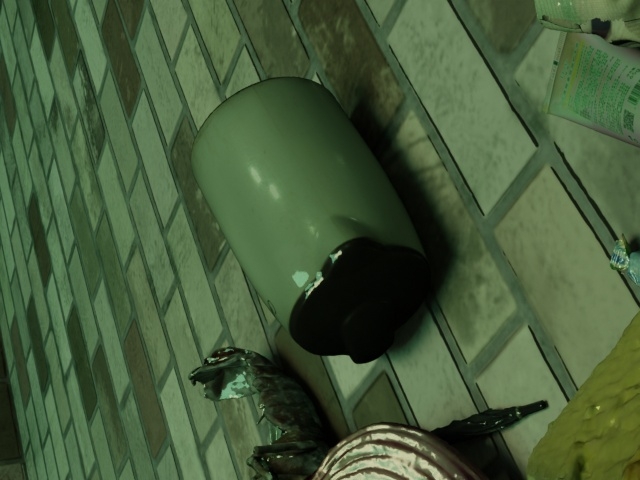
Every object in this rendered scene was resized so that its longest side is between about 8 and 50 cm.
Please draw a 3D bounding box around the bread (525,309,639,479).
[{"bbox_3d":[0.269,0.070,0.400,0.236,0.198,0.263,-56,9,-12],"label":"bread"}]

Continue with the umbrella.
[{"bbox_3d":[0.101,0.167,0.829,0.269,0.044,0.044,-38,22,48],"label":"umbrella"}]

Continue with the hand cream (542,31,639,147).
[{"bbox_3d":[0.199,-0.097,0.622,0.174,0.047,0.076,-130,45,-59],"label":"hand cream"}]

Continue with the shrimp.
[{"bbox_3d":[-0.037,0.258,0.968,0.410,0.166,0.221,-105,-4,-47],"label":"shrimp"}]

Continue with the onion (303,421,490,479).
[{"bbox_3d":[0.088,0.291,0.747,0.283,0.120,0.227,41,99,36],"label":"onion"}]

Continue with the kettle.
[{"bbox_3d":[0.000,0.000,0.888,0.236,0.161,0.221,58,167,38],"label":"kettle"}]

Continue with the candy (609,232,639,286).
[{"bbox_3d":[0.219,0.018,0.611,0.083,0.020,0.030,29,119,56],"label":"candy"}]

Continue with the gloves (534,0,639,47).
[{"bbox_3d":[0.222,-0.169,0.518,0.212,0.111,0.127,3,91,32],"label":"gloves"}]
